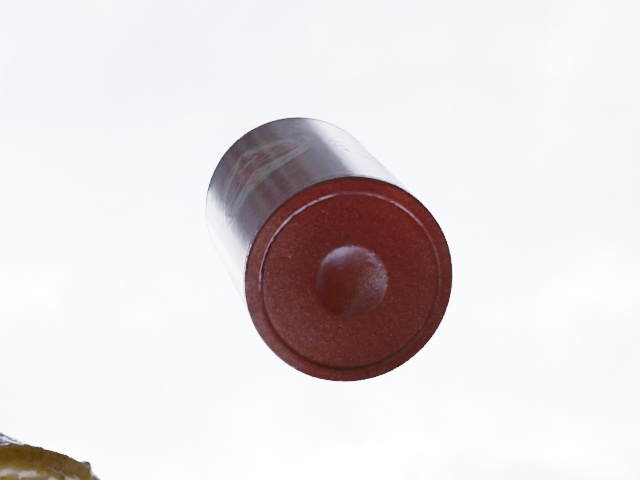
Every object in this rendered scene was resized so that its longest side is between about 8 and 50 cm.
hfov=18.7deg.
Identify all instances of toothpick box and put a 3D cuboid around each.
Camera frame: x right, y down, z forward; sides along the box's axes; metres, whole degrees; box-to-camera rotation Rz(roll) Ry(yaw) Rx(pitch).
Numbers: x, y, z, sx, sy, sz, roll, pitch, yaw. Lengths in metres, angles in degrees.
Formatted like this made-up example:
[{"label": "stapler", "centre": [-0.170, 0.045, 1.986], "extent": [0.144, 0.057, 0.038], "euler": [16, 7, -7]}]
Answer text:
[{"label": "toothpick box", "centre": [0.000, 0.000, 1.969], "extent": [0.204, 0.204, 0.333], "euler": [-31, -164, -1]}]

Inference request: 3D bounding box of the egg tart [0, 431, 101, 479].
[{"label": "egg tart", "centre": [-0.242, 0.203, 1.302], "extent": [0.202, 0.202, 0.147], "euler": [-38, -148, -11]}]
